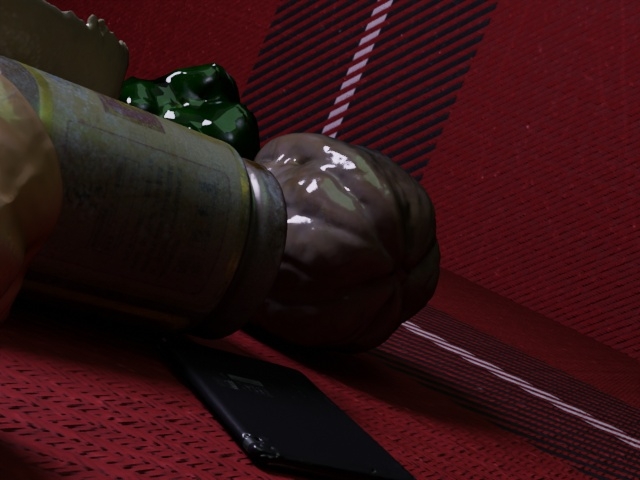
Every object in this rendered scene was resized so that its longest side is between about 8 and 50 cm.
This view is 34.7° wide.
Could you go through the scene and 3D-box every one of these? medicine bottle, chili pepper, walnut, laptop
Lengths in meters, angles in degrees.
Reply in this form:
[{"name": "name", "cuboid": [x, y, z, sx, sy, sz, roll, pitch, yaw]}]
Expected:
[{"name": "medicine bottle", "cuboid": [-0.188, -0.034, 0.683, 0.322, 0.151, 0.151, 19, 7, -36]}, {"name": "chili pepper", "cuboid": [-0.160, -0.064, 1.040, 0.165, 0.261, 0.174, 45, 51, 9]}, {"name": "walnut", "cuboid": [0.000, 0.000, 0.933, 0.224, 0.224, 0.224, 23, 5, -2]}, {"name": "laptop", "cuboid": [-0.025, 0.111, 0.672, 0.129, 0.016, 0.180, 19, 8, -32]}]

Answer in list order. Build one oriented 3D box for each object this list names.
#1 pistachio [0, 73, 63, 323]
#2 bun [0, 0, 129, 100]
[{"name": "pistachio", "cuboid": [-0.223, -0.018, 0.414, 0.229, 0.157, 0.157, 11, 6, -1]}, {"name": "bun", "cuboid": [-0.348, -0.144, 0.824, 0.364, 0.202, 0.364, 24, -4, 2]}]
